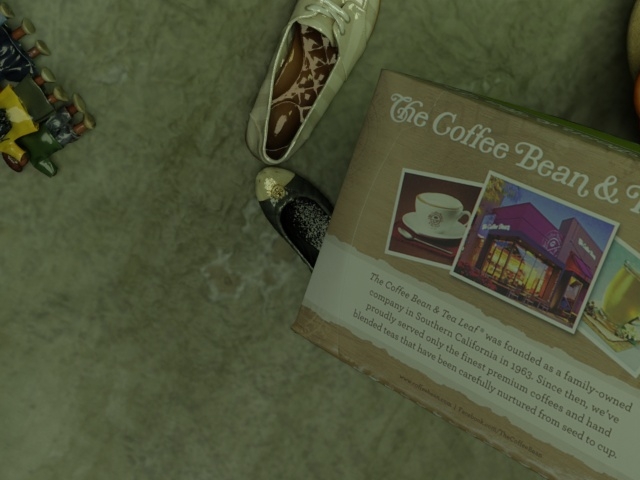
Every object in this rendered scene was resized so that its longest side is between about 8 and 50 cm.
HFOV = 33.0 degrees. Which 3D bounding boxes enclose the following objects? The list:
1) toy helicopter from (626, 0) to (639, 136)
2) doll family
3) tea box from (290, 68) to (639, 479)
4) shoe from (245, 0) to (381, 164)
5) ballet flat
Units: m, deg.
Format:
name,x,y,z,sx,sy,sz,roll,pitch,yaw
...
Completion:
name,x,y,z,sx,sy,sz,roll,pitch,yaw
toy helicopter,0.442,-0.172,0.912,0.355,0.140,0.235,9,87,20
doll family,-0.299,-0.140,0.979,0.111,0.076,0.193,-30,96,10
tea box,0.218,0.036,0.828,0.329,0.323,0.220,27,103,34
shoe,-0.004,-0.165,0.982,0.076,0.058,0.219,24,100,-6
ballet flat,0.000,0.000,1.021,0.057,0.049,0.173,-37,100,6
